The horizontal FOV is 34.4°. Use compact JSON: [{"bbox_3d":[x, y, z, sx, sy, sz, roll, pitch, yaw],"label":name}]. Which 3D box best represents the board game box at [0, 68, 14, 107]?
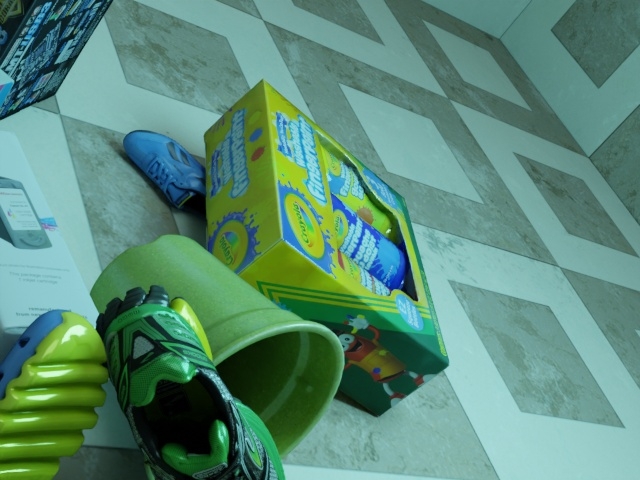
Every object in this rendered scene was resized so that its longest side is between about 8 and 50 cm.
[{"bbox_3d":[-0.521,-0.104,1.191,0.097,0.224,0.303,40,28,3],"label":"board game box"}]

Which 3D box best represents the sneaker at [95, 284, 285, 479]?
[{"bbox_3d":[-0.126,0.217,1.050,0.343,0.134,0.146,64,-2,-33],"label":"sneaker"}]

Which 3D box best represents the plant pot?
[{"bbox_3d":[-0.155,0.134,1.285,0.276,0.276,0.254,5,32,-47],"label":"plant pot"}]

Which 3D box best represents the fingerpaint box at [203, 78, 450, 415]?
[{"bbox_3d":[0.000,0.000,1.663,0.371,0.163,0.444,38,25,-29],"label":"fingerpaint box"}]

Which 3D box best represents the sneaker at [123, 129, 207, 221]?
[{"bbox_3d":[-0.241,-0.105,1.697,0.209,0.069,0.082,37,30,-5],"label":"sneaker"}]

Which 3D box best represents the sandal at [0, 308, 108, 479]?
[{"bbox_3d":[-0.317,0.199,0.961,0.138,0.317,0.126,29,-3,34],"label":"sandal"}]

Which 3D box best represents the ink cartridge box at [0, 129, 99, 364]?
[{"bbox_3d":[-0.385,0.053,1.124,0.131,0.226,0.306,6,42,-48],"label":"ink cartridge box"}]

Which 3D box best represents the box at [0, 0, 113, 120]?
[{"bbox_3d":[-0.425,-0.302,1.522,0.073,0.295,0.293,41,29,0],"label":"box"}]
